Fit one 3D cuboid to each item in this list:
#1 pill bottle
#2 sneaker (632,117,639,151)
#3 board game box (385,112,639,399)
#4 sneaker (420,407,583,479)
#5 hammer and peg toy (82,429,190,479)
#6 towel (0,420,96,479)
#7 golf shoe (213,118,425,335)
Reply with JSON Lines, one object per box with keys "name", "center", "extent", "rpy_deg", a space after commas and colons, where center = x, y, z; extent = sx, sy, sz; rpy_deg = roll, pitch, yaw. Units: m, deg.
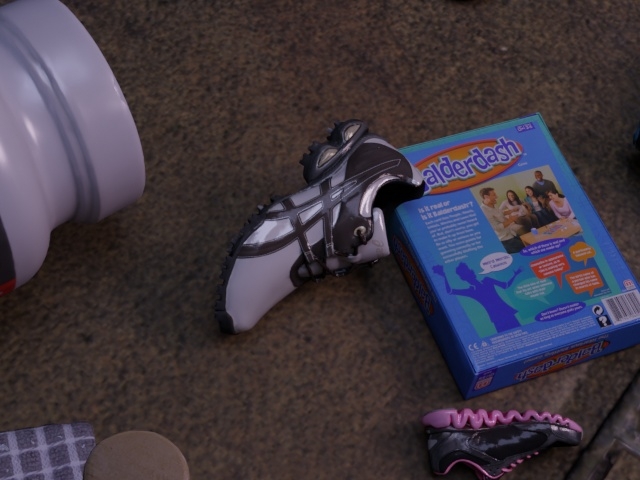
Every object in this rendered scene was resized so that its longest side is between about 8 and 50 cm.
{"name": "pill bottle", "center": [-0.320, -0.027, 0.924], "extent": [0.363, 0.210, 0.210], "rpy_deg": [-28, 64, -23]}
{"name": "sneaker", "center": [0.399, -0.163, 1.160], "extent": [0.140, 0.125, 0.341], "rpy_deg": [31, 56, 18]}
{"name": "board game box", "center": [0.145, 0.007, 1.060], "extent": [0.160, 0.047, 0.210], "rpy_deg": [-15, 60, -16]}
{"name": "sneaker", "center": [0.132, 0.151, 0.972], "extent": [0.119, 0.047, 0.057], "rpy_deg": [2, 76, -4]}
{"name": "hammer and peg toy", "center": [-0.112, 0.292, 0.659], "extent": [0.266, 0.127, 0.361], "rpy_deg": [-14, 55, -18]}
{"name": "towel", "center": [-0.229, 0.248, 0.809], "extent": [0.235, 0.121, 0.283], "rpy_deg": [-9, 58, -14]}
{"name": "golf shoe", "center": [0.000, 0.000, 1.006], "extent": [0.094, 0.077, 0.198], "rpy_deg": [32, 76, 21]}
